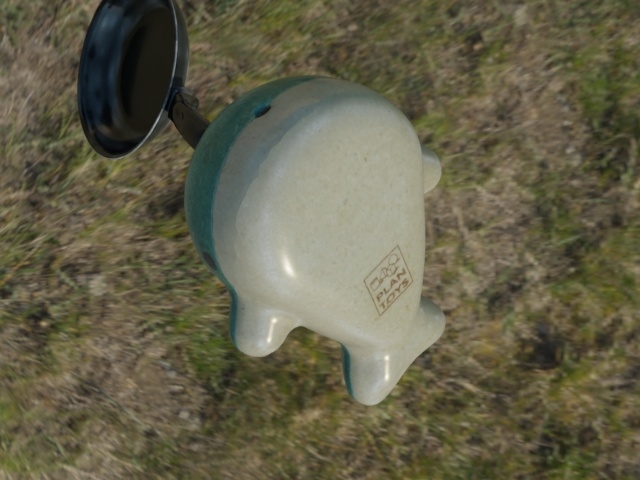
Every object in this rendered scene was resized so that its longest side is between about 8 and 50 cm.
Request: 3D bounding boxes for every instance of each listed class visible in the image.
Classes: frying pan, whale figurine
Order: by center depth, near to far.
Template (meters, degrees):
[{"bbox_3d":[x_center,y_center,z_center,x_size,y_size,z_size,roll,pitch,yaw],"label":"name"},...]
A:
[{"bbox_3d":[0.000,0.000,0.941,0.216,0.141,0.272,-47,132,-19],"label":"whale figurine"},{"bbox_3d":[-0.155,-0.175,1.263,0.053,0.326,0.197,8,90,-40],"label":"frying pan"}]
